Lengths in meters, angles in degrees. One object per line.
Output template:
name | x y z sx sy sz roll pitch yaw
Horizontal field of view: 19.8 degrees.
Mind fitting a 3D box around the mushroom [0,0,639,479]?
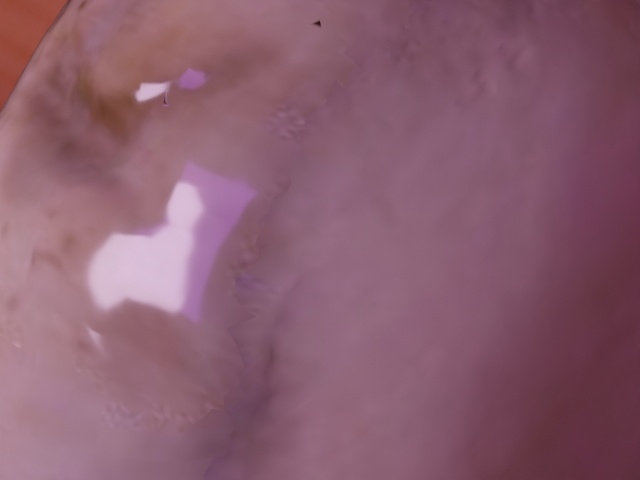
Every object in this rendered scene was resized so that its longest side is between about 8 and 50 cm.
mushroom | 0.025 0.021 0.664 0.315 0.356 0.315 0 82 3
